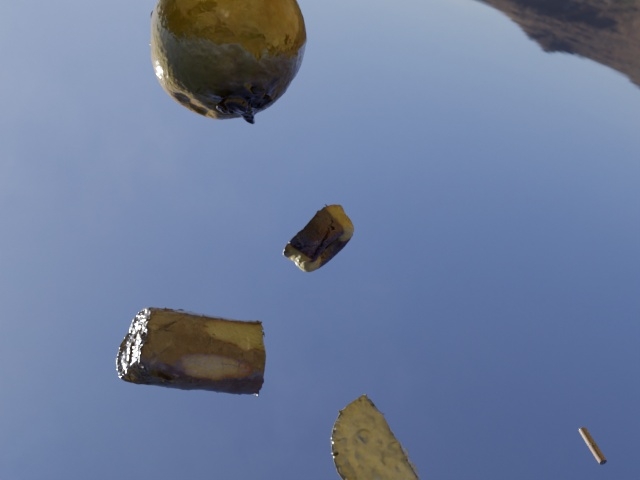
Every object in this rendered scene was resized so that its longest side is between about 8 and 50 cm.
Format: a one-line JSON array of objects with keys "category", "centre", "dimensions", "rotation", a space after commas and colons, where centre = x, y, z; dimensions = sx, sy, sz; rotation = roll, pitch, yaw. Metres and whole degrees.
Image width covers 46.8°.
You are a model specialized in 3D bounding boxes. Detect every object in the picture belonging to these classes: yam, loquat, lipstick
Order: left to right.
[{"category": "yam", "centre": [-0.205, 0.182, 1.226], "dimensions": [0.238, 0.128, 0.129], "rotation": [12, -176, -26]}, {"category": "loquat", "centre": [-0.130, -0.278, 1.057], "dimensions": [0.243, 0.244, 0.244], "rotation": [18, -155, -9]}, {"category": "lipstick", "centre": [0.603, 0.454, 1.640], "dimensions": [0.019, 0.019, 0.094], "rotation": [11, -150, -22]}]

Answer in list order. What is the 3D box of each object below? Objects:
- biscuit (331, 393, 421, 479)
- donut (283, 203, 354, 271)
[{"category": "biscuit", "centre": [0.125, 0.517, 1.752], "dimensions": [0.179, 0.084, 0.281], "rotation": [-30, -115, -18]}, {"category": "donut", "centre": [0.000, 0.000, 1.337], "dimensions": [0.059, 0.140, 0.140], "rotation": [47, -148, 17]}]
